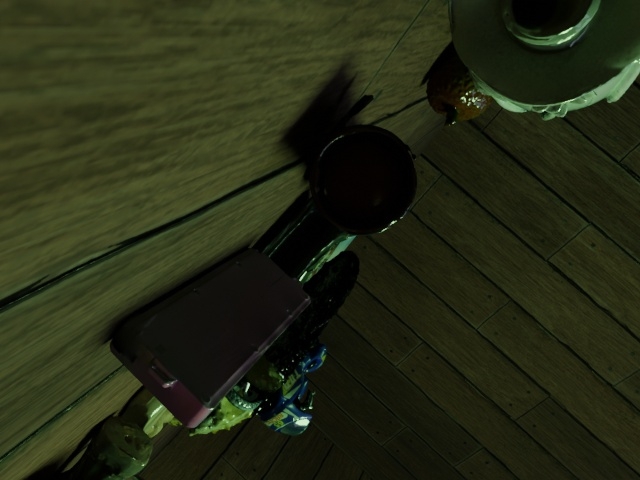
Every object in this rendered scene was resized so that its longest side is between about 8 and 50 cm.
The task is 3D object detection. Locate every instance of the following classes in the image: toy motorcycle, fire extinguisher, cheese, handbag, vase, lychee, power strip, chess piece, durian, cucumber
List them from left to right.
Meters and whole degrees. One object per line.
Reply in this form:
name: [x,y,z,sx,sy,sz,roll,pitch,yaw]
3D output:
chess piece: [-0.324,0.346,0.984,0.060,0.060,0.172,-49,178,12]
cheese: [-0.251,0.239,0.808,0.171,0.047,0.092,-50,178,22]
durian: [-0.221,0.313,1.132,0.306,0.172,0.166,-41,152,9]
power strip: [-0.099,0.085,0.562,0.037,0.109,0.279,-49,176,24]
handbag: [-0.072,0.059,0.819,0.247,0.079,0.260,-46,178,-6]
toy motorcycle: [-0.063,0.216,0.874,0.113,0.169,0.315,-35,-178,20]
cucumber: [-0.016,0.109,0.807,0.081,0.072,0.303,-48,178,39]
fire extinguisher: [0.044,-0.080,0.615,0.341,0.105,0.142,-66,166,-84]
lychee: [0.232,-0.254,0.863,0.114,0.114,0.147,83,26,-84]
vase: [0.289,-0.268,0.634,0.250,0.250,0.445,-51,170,29]

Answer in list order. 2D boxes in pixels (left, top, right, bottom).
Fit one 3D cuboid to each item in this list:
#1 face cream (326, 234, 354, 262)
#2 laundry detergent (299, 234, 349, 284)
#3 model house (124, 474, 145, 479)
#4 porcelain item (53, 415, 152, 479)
face cream: [0.012,0.019,1.251,0.077,0.077,0.250,-45,176,-36]
laundry detergent: [0.000,0.000,1.027,0.222,0.078,0.144,-51,178,2]
model house: [-0.511,0.655,1.232,0.244,0.169,0.326,-56,177,5]
porcelain item: [-0.337,0.350,0.735,0.216,0.081,0.069,-47,-167,5]
